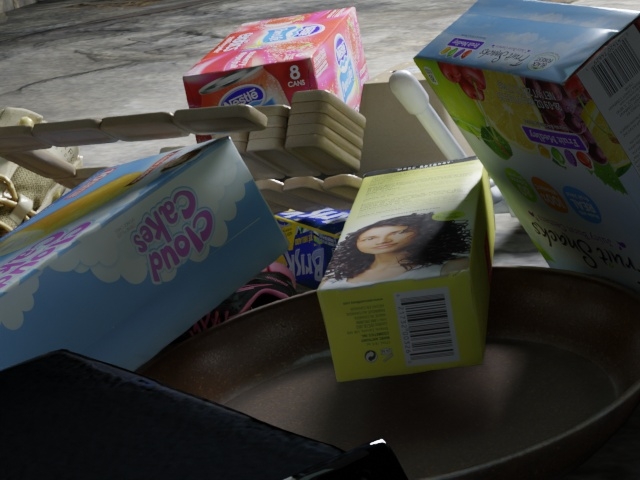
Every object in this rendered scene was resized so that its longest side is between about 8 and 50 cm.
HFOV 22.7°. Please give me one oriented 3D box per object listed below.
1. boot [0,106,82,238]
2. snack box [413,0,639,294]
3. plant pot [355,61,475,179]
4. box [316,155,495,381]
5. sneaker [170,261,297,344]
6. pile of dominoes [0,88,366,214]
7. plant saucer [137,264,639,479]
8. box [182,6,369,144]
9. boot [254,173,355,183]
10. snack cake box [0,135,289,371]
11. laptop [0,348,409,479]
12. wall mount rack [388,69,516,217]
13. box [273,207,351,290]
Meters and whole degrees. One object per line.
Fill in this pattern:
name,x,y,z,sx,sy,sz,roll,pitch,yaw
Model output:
boot,-0.237,-0.011,1.208,0.262,0.095,0.203,-2,44,45
snack box,0.166,-0.039,0.932,0.070,0.207,0.174,-42,23,-11
plant pot,0.092,-0.104,1.400,0.109,0.096,0.109,0,21,34
box,0.058,0.010,0.948,0.087,0.058,0.232,-8,16,9
sneaker,-0.069,0.050,1.106,0.119,0.047,0.057,-16,28,-11
pile of dominoes,-0.086,-0.064,1.109,0.251,0.040,0.196,-2,-17,31
plant saucer,0.038,0.088,0.885,0.310,0.050,0.310,-12,17,3
box,-0.034,-0.142,1.565,0.128,0.123,0.257,-7,17,13
boot,-0.091,-0.029,1.354,0.246,0.084,0.161,-14,4,-7
snack cake box,-0.165,0.042,0.989,0.152,0.089,0.264,-13,20,49
laptop,-0.145,0.208,0.396,0.381,0.408,0.236,-20,-23,-24
wall mount rack,0.213,-0.081,1.139,0.350,0.131,0.304,-3,10,27
box,0.000,0.000,1.193,0.059,0.054,0.169,-20,18,-25
